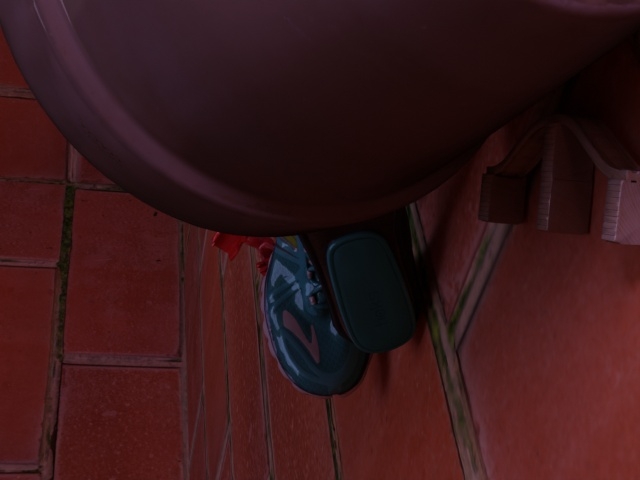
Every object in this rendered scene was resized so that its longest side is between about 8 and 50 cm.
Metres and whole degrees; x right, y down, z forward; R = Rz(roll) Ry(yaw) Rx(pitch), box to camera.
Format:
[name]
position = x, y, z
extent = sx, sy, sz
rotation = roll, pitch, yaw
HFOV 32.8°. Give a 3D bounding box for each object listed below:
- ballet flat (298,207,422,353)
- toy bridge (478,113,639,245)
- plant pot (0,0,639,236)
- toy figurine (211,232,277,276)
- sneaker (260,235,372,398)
[ballet flat]
position = 0.017, -0.033, 0.797
extent = 0.096, 0.095, 0.280
rotation = -104, 3, -45
[toy bridge]
position = 0.130, -0.035, 0.576
extent = 0.188, 0.026, 0.063
rotation = -162, 77, -78
[plant pot]
position = 0.029, -0.168, 0.519
extent = 0.280, 0.323, 0.323
rotation = -5, 81, 63
[toy figurine]
position = -0.017, -0.116, 1.163
extent = 0.217, 0.191, 0.362
rotation = -51, 19, 15
[sneaker]
position = 0.000, 0.000, 0.953
extent = 0.110, 0.107, 0.275
rotation = 95, 175, -80
